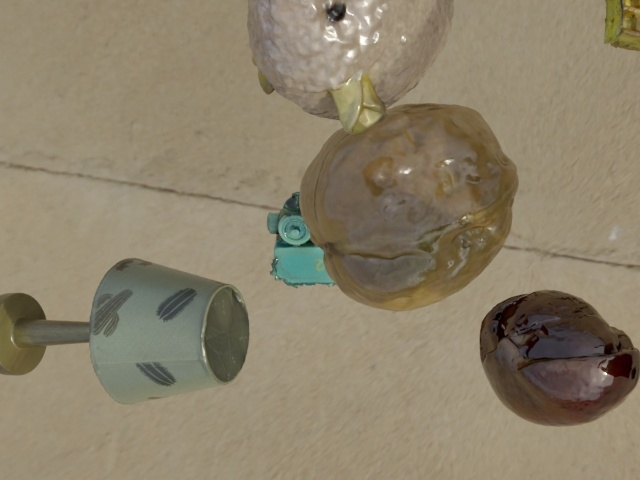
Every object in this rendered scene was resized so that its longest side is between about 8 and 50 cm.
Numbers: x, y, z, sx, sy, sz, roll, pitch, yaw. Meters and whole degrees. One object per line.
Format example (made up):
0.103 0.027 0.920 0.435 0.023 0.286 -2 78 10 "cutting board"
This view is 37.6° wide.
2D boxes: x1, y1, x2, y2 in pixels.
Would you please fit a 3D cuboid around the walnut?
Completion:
0.146 -0.061 1.442 0.344 0.306 0.306 -31 81 -25 "walnut"

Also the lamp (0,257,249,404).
-0.170 0.075 0.778 0.214 0.121 0.121 -3 88 23 "lamp"

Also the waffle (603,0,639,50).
0.539 -0.363 1.439 0.210 0.055 0.161 6 80 -15 "waffle"

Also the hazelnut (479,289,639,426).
0.285 0.138 1.125 0.170 0.201 0.161 -32 99 -25 "hazelnut"

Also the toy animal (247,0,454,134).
0.034 -0.245 1.020 0.188 0.358 0.227 23 111 31 "toy animal"

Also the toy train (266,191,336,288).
0.000 0.000 1.804 0.203 0.112 0.163 1 118 4 "toy train"
